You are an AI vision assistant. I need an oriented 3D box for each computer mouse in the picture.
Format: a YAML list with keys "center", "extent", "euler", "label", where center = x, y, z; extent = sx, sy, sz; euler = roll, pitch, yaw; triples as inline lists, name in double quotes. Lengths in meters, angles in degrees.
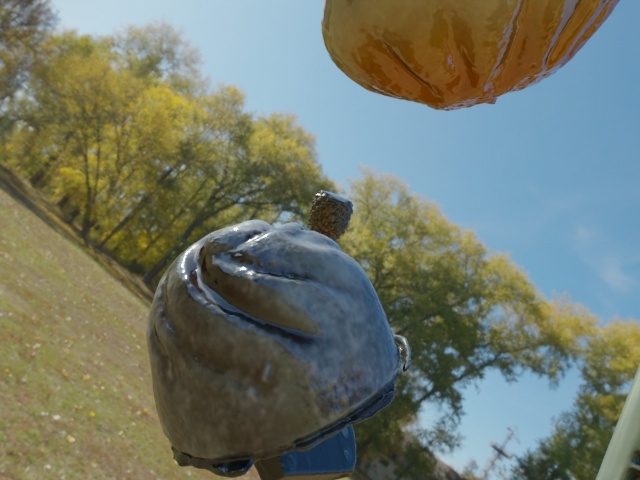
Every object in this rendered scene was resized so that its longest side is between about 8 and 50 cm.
- center: [-0.040, 0.370, 1.005]
  extent: [0.269, 0.100, 0.170]
  euler: [27, 39, -48]
  label: "computer mouse"

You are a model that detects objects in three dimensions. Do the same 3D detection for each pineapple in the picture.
- center: [0.000, 0.000, 0.879]
  extent: [0.074, 0.160, 0.074]
  euler: [21, 13, -5]
  label: "pineapple"

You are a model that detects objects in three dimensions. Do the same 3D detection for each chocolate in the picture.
- center: [-0.066, 0.083, 0.615]
  extent: [0.303, 0.303, 0.213]
  euler: [2, -68, 68]
  label: "chocolate"

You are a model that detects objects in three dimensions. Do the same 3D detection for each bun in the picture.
- center: [0.148, -0.213, 0.518]
  extent: [0.299, 0.298, 0.165]
  euler: [167, -95, -72]
  label: "bun"

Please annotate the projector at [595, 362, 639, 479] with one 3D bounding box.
- center: [0.360, 0.162, 0.381]
  extent: [0.250, 0.198, 0.108]
  euler: [17, -11, 47]
  label: "projector"
